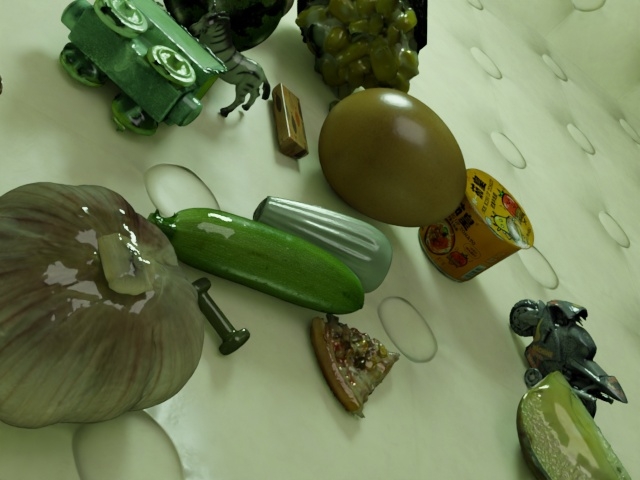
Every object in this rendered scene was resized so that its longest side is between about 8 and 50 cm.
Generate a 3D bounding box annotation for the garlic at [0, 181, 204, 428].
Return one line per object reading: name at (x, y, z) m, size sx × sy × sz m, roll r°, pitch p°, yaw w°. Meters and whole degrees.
garlic at (-0.285, 0.069, 0.987) m, size 0.322 × 0.241 × 0.322 m, roll 32°, pitch 14°, yaw -9°

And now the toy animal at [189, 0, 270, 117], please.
toy animal at (-0.170, -0.327, 1.574) m, size 0.217 × 0.176 × 0.073 m, roll 27°, pitch 38°, yaw -32°

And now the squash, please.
squash at (-0.093, 0.028, 1.345) m, size 0.395 × 0.107 × 0.107 m, roll 21°, pitch 41°, yaw -30°

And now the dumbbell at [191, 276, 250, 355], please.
dumbbell at (-0.154, 0.110, 1.244) m, size 0.118 × 0.046 × 0.052 m, roll 51°, pitch 38°, yaw 6°

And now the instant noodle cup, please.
instant noodle cup at (0.327, -0.023, 1.840) m, size 0.216 × 0.172 × 0.216 m, roll 30°, pitch 35°, yaw -25°

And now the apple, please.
apple at (0.439, 0.393, 1.584) m, size 0.193 × 0.120 × 0.265 m, roll -10°, pitch 59°, yaw -39°

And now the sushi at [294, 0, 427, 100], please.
sushi at (0.083, -0.477, 1.934) m, size 0.328 × 0.328 × 0.285 m, roll 13°, pitch 63°, yaw 12°

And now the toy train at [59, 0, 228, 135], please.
toy train at (-0.299, -0.301, 1.422) m, size 0.271 × 0.159 × 0.188 m, roll 43°, pitch 26°, yaw -3°

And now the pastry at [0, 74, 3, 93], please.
pastry at (-0.463, -0.139, 1.024) m, size 0.100 × 0.218 × 0.229 m, roll 18°, pitch 7°, yaw -35°

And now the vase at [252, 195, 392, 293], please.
vase at (0.000, 0.000, 1.481) m, size 0.248 × 0.128 × 0.128 m, roll 25°, pitch 37°, yaw -16°

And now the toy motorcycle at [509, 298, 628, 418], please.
toy motorcycle at (0.510, 0.235, 1.782) m, size 0.108 × 0.173 × 0.307 m, roll 12°, pitch 45°, yaw -45°

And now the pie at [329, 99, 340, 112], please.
pie at (0.053, -0.282, 1.939) m, size 0.084 × 0.020 × 0.084 m, roll 32°, pitch 37°, yaw -27°

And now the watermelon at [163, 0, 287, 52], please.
watermelon at (-0.185, -0.487, 1.643) m, size 0.269 × 0.269 × 0.269 m, roll 31°, pitch 36°, yaw -25°

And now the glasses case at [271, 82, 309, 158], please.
glasses case at (-0.066, -0.241, 1.734) m, size 0.064 × 0.041 × 0.170 m, roll 35°, pitch 32°, yaw -40°

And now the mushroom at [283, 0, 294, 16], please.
mushroom at (-0.130, -0.599, 1.882) m, size 0.207 × 0.215 × 0.207 m, roll 30°, pitch 29°, yaw -19°

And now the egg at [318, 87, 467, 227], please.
egg at (0.147, -0.159, 1.695) m, size 0.322 × 0.250 × 0.250 m, roll 33°, pitch 34°, yaw -13°

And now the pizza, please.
pizza at (0.073, 0.199, 1.416) m, size 0.195 × 0.052 × 0.185 m, roll 3°, pitch 56°, yaw -49°
